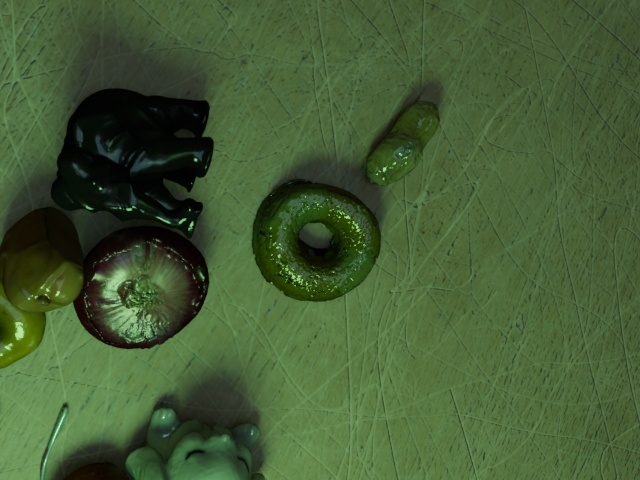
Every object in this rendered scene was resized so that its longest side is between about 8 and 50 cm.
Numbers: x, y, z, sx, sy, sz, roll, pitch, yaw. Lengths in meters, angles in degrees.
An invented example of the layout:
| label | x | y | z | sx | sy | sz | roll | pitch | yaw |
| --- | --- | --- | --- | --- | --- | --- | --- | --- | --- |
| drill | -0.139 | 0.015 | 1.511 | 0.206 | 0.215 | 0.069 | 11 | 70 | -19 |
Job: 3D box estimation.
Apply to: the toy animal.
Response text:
| label | x | y | z | sx | sy | sz | roll | pitch | yaw |
| --- | --- | --- | --- | --- | --- | --- | --- | --- | --- |
| toy animal | -0.208 | 0.434 | 1.443 | 0.272 | 0.265 | 0.205 | 18 | 88 | -20 |

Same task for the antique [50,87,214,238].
| label | x | y | z | sx | sy | sz | roll | pitch | yaw |
| --- | --- | --- | --- | --- | --- | --- | --- | --- | --- |
| antique | -0.330 | -0.146 | 1.390 | 0.255 | 0.322 | 0.185 | 13 | 128 | -23 |

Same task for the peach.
| label | x | y | z | sx | sy | sz | roll | pitch | yaw |
| --- | --- | --- | --- | --- | --- | --- | --- | --- | --- |
| peach | -0.579 | 0.142 | 1.390 | 0.179 | 0.103 | 0.179 | 0 | 89 | -18 |

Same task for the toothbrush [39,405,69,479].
| label | x | y | z | sx | sy | sz | roll | pitch | yaw |
| --- | --- | --- | --- | --- | --- | --- | --- | --- | --- |
| toothbrush | -0.508 | 0.406 | 1.470 | 0.022 | 0.017 | 0.204 | 24 | 85 | -37 |

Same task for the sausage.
| label | x | y | z | sx | sy | sz | roll | pitch | yaw |
| --- | --- | --- | --- | --- | --- | --- | --- | --- | --- |
| sausage | -0.479 | 0.034 | 1.354 | 0.136 | 0.241 | 0.120 | -45 | 127 | 2 |

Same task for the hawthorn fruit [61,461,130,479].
| label | x | y | z | sx | sy | sz | roll | pitch | yaw |
| --- | --- | --- | --- | --- | --- | --- | --- | --- | --- |
| hawthorn fruit | -0.412 | 0.496 | 1.428 | 0.173 | 0.173 | 0.172 | -1 | 92 | -19 |

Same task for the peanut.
| label | x | y | z | sx | sy | sz | roll | pitch | yaw |
| --- | --- | --- | --- | --- | --- | --- | --- | --- | --- |
| peanut | 0.176 | -0.202 | 1.646 | 0.099 | 0.099 | 0.214 | 40 | 74 | -16 |

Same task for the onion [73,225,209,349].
| label | x | y | z | sx | sy | sz | roll | pitch | yaw |
| --- | --- | --- | --- | --- | --- | --- | --- | --- | --- |
| onion | -0.327 | 0.083 | 1.445 | 0.248 | 0.161 | 0.247 | -1 | 97 | -9 |

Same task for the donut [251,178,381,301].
| label | x | y | z | sx | sy | sz | roll | pitch | yaw |
| --- | --- | --- | --- | --- | --- | --- | --- | --- | --- |
| donut | 0.000 | 0.000 | 1.582 | 0.272 | 0.107 | 0.271 | 0 | 91 | -17 |
